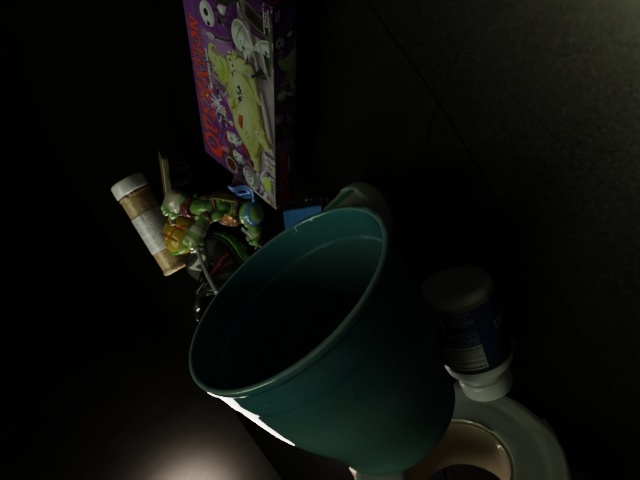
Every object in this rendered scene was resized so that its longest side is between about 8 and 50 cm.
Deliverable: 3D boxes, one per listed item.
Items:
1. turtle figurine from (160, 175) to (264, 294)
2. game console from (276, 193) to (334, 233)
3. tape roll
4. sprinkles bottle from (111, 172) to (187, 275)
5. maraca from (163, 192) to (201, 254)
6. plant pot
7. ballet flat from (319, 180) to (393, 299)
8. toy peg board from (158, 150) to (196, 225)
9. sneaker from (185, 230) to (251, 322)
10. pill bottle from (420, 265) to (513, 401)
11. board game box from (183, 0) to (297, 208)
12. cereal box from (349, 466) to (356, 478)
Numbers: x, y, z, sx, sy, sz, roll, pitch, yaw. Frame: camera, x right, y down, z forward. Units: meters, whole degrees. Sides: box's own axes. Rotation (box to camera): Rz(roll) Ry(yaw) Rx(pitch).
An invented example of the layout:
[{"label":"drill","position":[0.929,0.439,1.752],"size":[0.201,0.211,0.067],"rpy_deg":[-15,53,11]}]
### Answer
[{"label":"turtle figurine","position":[-0.230,-0.013,1.100],"size":[0.266,0.198,0.274],"rpy_deg":[21,133,42]},{"label":"game console","position":[0.000,0.000,0.862],"size":[0.124,0.085,0.144],"rpy_deg":[37,147,34]},{"label":"tape roll","position":[0.197,0.343,0.692],"size":[0.286,0.286,0.100],"rpy_deg":[20,135,50]},{"label":"sprinkles bottle","position":[-0.578,-0.054,1.715],"size":[0.355,0.121,0.121],"rpy_deg":[60,153,-6]},{"label":"maraca","position":[-0.365,-0.045,1.340],"size":[0.127,0.185,0.099],"rpy_deg":[-16,144,32]},{"label":"plant pot","position":[0.030,0.141,0.607],"size":[0.255,0.271,0.272],"rpy_deg":[51,157,-25]},{"label":"ballet flat","position":[0.054,0.101,0.797],"size":[0.139,0.139,0.400],"rpy_deg":[27,135,45]},{"label":"toy peg board","position":[-0.349,-0.137,1.230],"size":[0.160,0.079,0.161],"rpy_deg":[-142,47,-64]},{"label":"sneaker","position":[-0.255,0.114,1.267],"size":[0.483,0.202,0.185],"rpy_deg":[23,137,52]},{"label":"pill bottle","position":[0.200,0.126,0.659],"size":[0.094,0.094,0.169],"rpy_deg":[8,126,56]},{"label":"board game box","position":[-0.122,-0.231,0.766],"size":[0.208,0.056,0.347],"rpy_deg":[43,149,29]},{"label":"cereal box","position":[0.190,0.742,1.385],"size":[0.173,0.047,0.240],"rpy_deg":[-3,116,58]}]
